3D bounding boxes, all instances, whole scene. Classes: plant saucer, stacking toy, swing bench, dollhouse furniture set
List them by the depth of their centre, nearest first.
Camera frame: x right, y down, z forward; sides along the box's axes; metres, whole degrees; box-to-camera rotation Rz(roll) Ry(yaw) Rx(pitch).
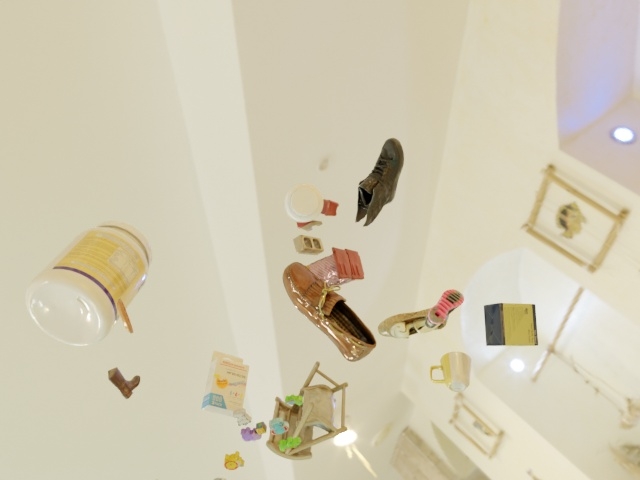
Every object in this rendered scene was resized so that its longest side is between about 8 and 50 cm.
[{"bbox_3d":[-0.443,0.172,1.362,0.013,0.083,0.083,-20,-39,-17],"label":"plant saucer"},{"bbox_3d":[-0.145,0.506,1.596,0.221,0.167,0.052,-19,-61,13],"label":"stacking toy"},{"bbox_3d":[-0.044,0.613,2.125,0.254,0.165,0.253,-46,14,21],"label":"swing bench"},{"bbox_3d":[0.000,0.000,2.187,0.201,0.374,0.152,-27,-23,34],"label":"dollhouse furniture set"}]

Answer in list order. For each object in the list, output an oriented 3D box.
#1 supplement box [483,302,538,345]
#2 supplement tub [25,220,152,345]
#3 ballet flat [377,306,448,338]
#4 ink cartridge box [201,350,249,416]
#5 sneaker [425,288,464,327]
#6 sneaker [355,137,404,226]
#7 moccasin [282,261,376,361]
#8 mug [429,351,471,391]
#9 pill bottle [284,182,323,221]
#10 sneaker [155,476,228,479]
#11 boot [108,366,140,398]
[{"bbox_3d":[0.376,0.167,1.190,0.083,0.083,0.056,3,-11,-17],"label":"supplement box"},{"bbox_3d":[-0.638,0.110,1.706,0.331,0.241,0.241,-71,1,-58],"label":"supplement tub"},{"bbox_3d":[0.255,0.235,1.670,0.206,0.067,0.073,-21,-65,17],"label":"ballet flat"},{"bbox_3d":[-0.273,0.409,1.754,0.104,0.181,0.061,21,-36,-22],"label":"ink cartridge box"},{"bbox_3d":[0.271,0.153,1.334,0.119,0.047,0.057,-34,-23,-32],"label":"sneaker"},{"bbox_3d":[0.114,-0.117,1.204,0.089,0.051,0.170,-19,-54,-41],"label":"sneaker"},{"bbox_3d":[0.028,0.214,1.913,0.139,0.380,0.147,-27,-16,-43],"label":"moccasin"},{"bbox_3d":[0.266,0.269,1.203,0.062,0.064,0.078,38,-54,-23],"label":"mug"},{"bbox_3d":[-0.053,-0.114,1.853,0.117,0.117,0.215,-47,4,-2],"label":"pill bottle"},{"bbox_3d":[-0.336,0.612,1.395,0.123,0.178,0.295,-58,-6,15],"label":"sneaker"},{"bbox_3d":[-0.657,0.455,2.010,0.037,0.106,0.114,-22,-64,18],"label":"boot"}]
